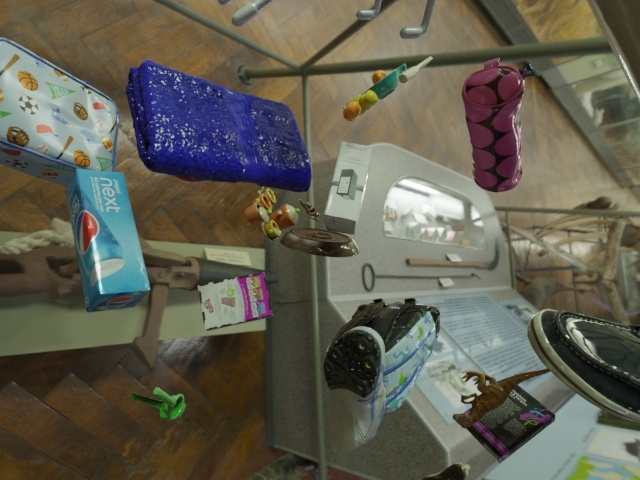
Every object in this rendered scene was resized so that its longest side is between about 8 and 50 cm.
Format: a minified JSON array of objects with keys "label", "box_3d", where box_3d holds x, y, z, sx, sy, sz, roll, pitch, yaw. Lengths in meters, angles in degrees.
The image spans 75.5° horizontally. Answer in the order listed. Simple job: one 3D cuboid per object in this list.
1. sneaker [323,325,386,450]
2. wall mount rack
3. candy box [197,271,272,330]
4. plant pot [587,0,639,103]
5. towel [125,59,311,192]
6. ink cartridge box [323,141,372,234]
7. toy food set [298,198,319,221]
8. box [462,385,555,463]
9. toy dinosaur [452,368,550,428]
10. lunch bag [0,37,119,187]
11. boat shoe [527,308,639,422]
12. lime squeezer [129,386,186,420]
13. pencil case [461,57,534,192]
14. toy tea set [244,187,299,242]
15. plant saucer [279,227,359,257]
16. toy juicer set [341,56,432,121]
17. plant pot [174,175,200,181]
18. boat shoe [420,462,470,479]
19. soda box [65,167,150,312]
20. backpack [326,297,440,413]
[{"label":"sneaker","box_3d":[0.056,0.200,0.579,0.086,0.085,0.237,-31,138,-38]},{"label":"wall mount rack","box_3d":[0.004,-0.408,0.658,0.304,0.350,0.131,-1,125,-19]},{"label":"candy box","box_3d":[-0.295,0.213,1.442,0.233,0.071,0.159,-10,77,-10]},{"label":"plant pot","box_3d":[0.365,-0.280,0.345,0.334,0.333,0.306,-37,106,-45]},{"label":"towel","box_3d":[-0.165,-0.199,0.731,0.308,0.076,0.228,1,53,-39]},{"label":"ink cartridge box","box_3d":[0.098,-0.176,1.458,0.198,0.114,0.273,73,29,-77]},{"label":"toy food set","box_3d":[-0.038,-0.125,1.680,0.019,0.078,0.122,-53,148,-17]},{"label":"box","box_3d":[0.406,0.389,0.902,0.162,0.116,0.029,-27,123,-15]},{"label":"toy dinosaur","box_3d":[0.347,0.296,0.816,0.211,0.112,0.064,-34,116,-6]},{"label":"lunch bag","box_3d":[-0.573,-0.256,0.874,0.303,0.114,0.243,28,55,-64]},{"label":"boat shoe","box_3d":[0.592,0.218,0.656,0.187,0.500,0.156,-53,162,-51]},{"label":"lime squeezer","box_3d":[-0.359,0.369,0.954,0.110,0.310,0.059,47,54,-8]},{"label":"pencil case","box_3d":[0.276,-0.171,0.649,0.209,0.095,0.098,57,30,-52]},{"label":"toy tea set","box_3d":[-0.175,-0.112,1.619,0.200,0.124,0.336,60,14,-15]},{"label":"plant saucer","box_3d":[0.000,0.000,1.594,0.310,0.310,0.050,-5,108,-49]},{"label":"toy juicer set","box_3d":[0.196,-0.514,1.363,0.089,0.329,0.209,55,34,-11]},{"label":"plant pot","box_3d":[-0.339,-0.273,1.069,0.174,0.191,0.191,91,10,-68]},{"label":"boat shoe","box_3d":[0.363,0.712,1.213,0.072,0.190,0.068,15,40,-48]},{"label":"soda box","box_3d":[-0.326,-0.003,0.629,0.071,0.067,0.210,0,60,-46]},{"label":"backpack","box_3d":[0.169,0.322,1.193,0.355,0.290,0.274,-4,90,-62]}]
